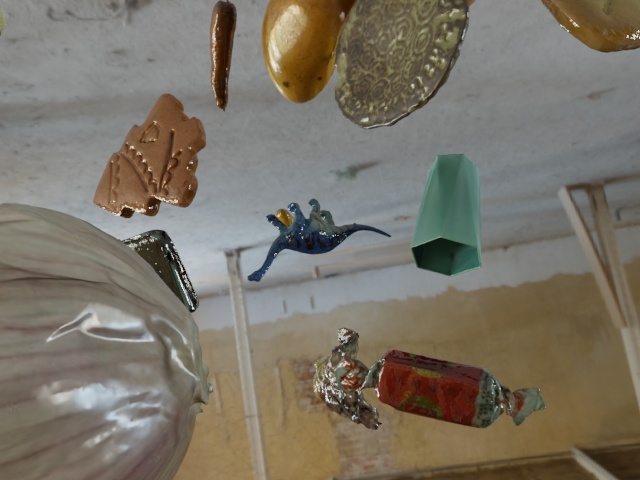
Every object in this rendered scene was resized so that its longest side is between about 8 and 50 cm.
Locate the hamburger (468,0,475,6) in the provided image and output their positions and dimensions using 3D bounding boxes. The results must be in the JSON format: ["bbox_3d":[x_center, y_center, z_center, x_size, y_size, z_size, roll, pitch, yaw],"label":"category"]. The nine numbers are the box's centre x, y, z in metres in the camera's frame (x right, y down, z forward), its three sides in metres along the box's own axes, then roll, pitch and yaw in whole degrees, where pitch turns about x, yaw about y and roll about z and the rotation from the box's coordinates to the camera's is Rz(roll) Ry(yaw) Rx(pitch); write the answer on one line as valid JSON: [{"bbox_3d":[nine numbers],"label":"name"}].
[{"bbox_3d":[0.221,-0.558,1.248,0.276,0.237,0.276,-3,-156,1],"label":"hamburger"}]

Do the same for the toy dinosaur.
[{"bbox_3d":[-0.022,-0.022,1.247,0.329,0.144,0.076,-17,155,-26],"label":"toy dinosaur"}]

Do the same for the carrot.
[{"bbox_3d":[-0.225,-0.418,1.376,0.059,0.248,0.059,6,-158,-3],"label":"carrot"}]

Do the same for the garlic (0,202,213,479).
[{"bbox_3d":[-0.225,0.122,0.519,0.259,0.317,0.317,-7,170,2],"label":"garlic"}]

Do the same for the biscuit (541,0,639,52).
[{"bbox_3d":[0.316,-0.295,0.667,0.203,0.260,0.041,25,147,-2],"label":"biscuit"}]

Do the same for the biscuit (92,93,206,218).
[{"bbox_3d":[-0.360,-0.150,1.242,0.306,0.284,0.043,-30,150,20],"label":"biscuit"}]

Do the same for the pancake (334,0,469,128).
[{"bbox_3d":[0.077,-0.210,0.647,0.021,0.199,0.199,13,159,-37],"label":"pancake"}]

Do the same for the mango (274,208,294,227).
[{"bbox_3d":[-0.084,-0.048,1.475,0.046,0.060,0.089,-46,156,-18],"label":"mango"}]

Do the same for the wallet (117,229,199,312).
[{"bbox_3d":[-0.393,0.088,1.178,0.318,0.172,0.045,-16,-168,27],"label":"wallet"}]

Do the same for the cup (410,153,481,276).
[{"bbox_3d":[0.273,-0.059,1.262,0.134,0.236,0.148,2,144,19],"label":"cup"}]

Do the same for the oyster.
[{"bbox_3d":[0.046,0.302,1.308,0.100,0.275,0.271,3,131,-16],"label":"oyster"}]

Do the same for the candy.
[{"bbox_3d":[0.159,0.207,0.848,0.292,0.086,0.059,9,-170,17],"label":"candy"}]

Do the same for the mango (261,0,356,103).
[{"bbox_3d":[-0.036,-0.442,1.319,0.191,0.290,0.160,24,-152,13],"label":"mango"}]

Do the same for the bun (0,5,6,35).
[{"bbox_3d":[-0.487,-0.307,0.868,0.086,0.055,0.086,-32,-166,9],"label":"bun"}]
